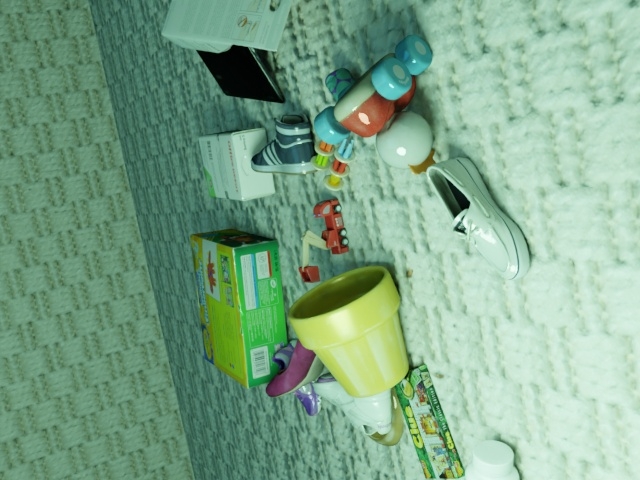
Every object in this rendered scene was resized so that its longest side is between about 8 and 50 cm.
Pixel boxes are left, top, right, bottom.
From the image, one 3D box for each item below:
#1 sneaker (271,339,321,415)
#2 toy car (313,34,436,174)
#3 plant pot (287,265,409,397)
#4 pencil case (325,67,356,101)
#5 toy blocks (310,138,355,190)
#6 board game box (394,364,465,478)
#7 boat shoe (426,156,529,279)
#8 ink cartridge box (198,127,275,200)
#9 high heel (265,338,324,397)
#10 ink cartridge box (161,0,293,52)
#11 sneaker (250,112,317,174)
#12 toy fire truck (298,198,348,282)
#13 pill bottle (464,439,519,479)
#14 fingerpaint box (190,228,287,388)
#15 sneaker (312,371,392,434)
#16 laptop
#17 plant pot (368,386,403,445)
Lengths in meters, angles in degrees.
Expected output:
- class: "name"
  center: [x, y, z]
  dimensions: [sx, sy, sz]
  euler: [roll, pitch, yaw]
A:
- class: "sneaker"
  center: [-0.077, 0.425, 2.187]
  dimensions: [0.095, 0.104, 0.236]
  euler: [-45, 65, 57]
- class: "toy car"
  center: [0.155, -0.231, 1.427]
  dimensions: [0.238, 0.210, 0.219]
  euler: [48, 136, -10]
- class: "plant pot"
  center: [0.087, 0.219, 1.675]
  dimensions: [0.254, 0.254, 0.239]
  euler: [-1, 118, 61]
- class: "pencil case"
  center: [0.071, -0.318, 1.612]
  dimensions: [0.064, 0.070, 0.152]
  euler: [-44, 57, 20]
- class: "toy blocks"
  center: [0.033, -0.212, 1.740]
  dimensions: [0.123, 0.054, 0.148]
  euler: [59, 148, 28]
- class: "board game box"
  center: [0.246, 0.425, 1.683]
  dimensions: [0.136, 0.030, 0.260]
  euler: [-37, 70, 62]
- class: "boat shoe"
  center: [0.284, -0.039, 1.332]
  dimensions: [0.268, 0.088, 0.096]
  euler: [66, 150, 18]
- class: "ink cartridge box"
  center: [-0.256, -0.232, 2.189]
  dimensions: [0.273, 0.114, 0.198]
  euler: [12, 113, 59]
- class: "high heel"
  center: [-0.059, 0.313, 2.034]
  dimensions: [0.377, 0.127, 0.181]
  euler: [-35, 80, 36]
- class: "ink cartridge box"
  center: [-0.191, -0.613, 1.769]
  dimensions: [0.385, 0.091, 0.308]
  euler: [18, 89, 31]
- class: "sneaker"
  center: [-0.105, -0.259, 1.922]
  dimensions: [0.282, 0.099, 0.153]
  euler: [13, 115, 55]
- class: "toy fire truck"
  center: [0.000, 0.000, 1.813]
  dimensions: [0.047, 0.135, 0.192]
  euler: [-3, 101, 61]
- class: "pill bottle"
  center: [0.344, 0.506, 1.457]
  dimensions: [0.108, 0.108, 0.194]
  euler: [28, 127, 54]
- class: "fingerpaint box"
  center: [-0.263, 0.204, 2.348]
  dimensions: [0.371, 0.163, 0.445]
  euler: [11, 109, 59]
- class: "sneaker"
  center: [0.074, 0.411, 1.825]
  dimensions: [0.305, 0.114, 0.152]
  euler: [-3, 99, 61]
- class: "laptop"
  center: [-0.215, -0.629, 2.033]
  dimensions: [0.382, 0.236, 0.408]
  euler: [24, 152, 56]
- class: "plant pot"
  center: [0.133, 0.425, 1.883]
  dimensions: [0.236, 0.032, 0.236]
  euler: [34, 131, 52]
